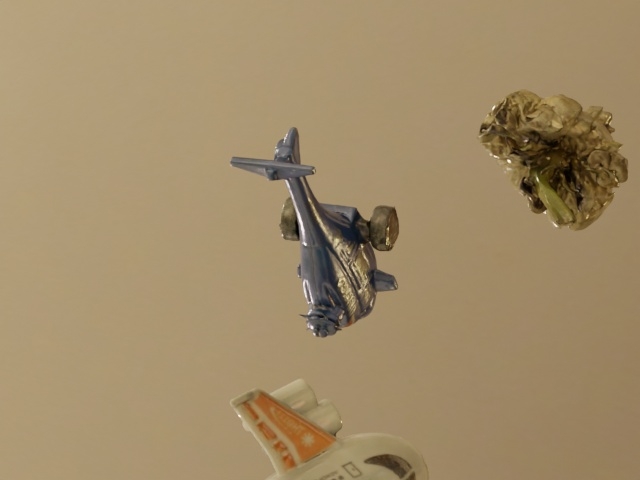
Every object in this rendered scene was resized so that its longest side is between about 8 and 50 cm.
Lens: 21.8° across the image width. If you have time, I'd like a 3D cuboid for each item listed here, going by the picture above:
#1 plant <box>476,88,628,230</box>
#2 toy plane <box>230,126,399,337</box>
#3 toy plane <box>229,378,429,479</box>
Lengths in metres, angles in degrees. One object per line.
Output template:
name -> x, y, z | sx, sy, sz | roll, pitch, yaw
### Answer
plant -> 0.168, -0.050, 1.242 | 0.116, 0.122, 0.104 | 20, -54, 5
toy plane -> 0.000, 0.000, 0.744 | 0.054, 0.167, 0.062 | 7, -117, 17
toy plane -> -0.011, 0.235, 1.371 | 0.244, 0.117, 0.245 | 4, -103, -20
